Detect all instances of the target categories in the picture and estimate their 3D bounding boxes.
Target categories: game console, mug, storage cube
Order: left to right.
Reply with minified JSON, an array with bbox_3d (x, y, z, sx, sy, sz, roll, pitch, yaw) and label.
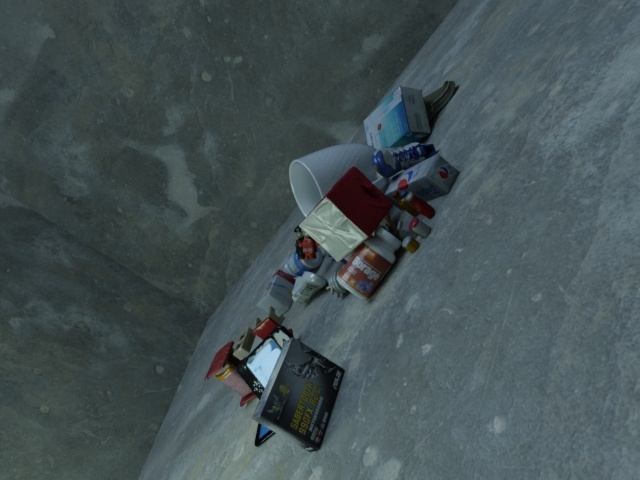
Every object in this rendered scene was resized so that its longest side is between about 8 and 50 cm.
[{"bbox_3d":[-0.169,0.472,1.503,0.293,0.250,0.173,-47,-12,28],"label":"game console"},{"bbox_3d":[0.081,-0.084,1.472,0.215,0.183,0.193,-42,6,49],"label":"storage cube"},{"bbox_3d":[0.106,-0.229,1.770,0.327,0.277,0.374,-25,25,-21],"label":"mug"}]

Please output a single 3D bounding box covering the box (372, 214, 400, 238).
[{"bbox_3d":[0.210,-0.038,1.539,0.136,0.028,0.081,55,129,39],"label":"box"}]

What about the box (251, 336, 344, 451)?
[{"bbox_3d":[-0.052,0.402,1.211,0.056,0.183,0.231,-40,19,47],"label":"box"}]

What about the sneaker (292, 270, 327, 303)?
[{"bbox_3d":[-0.052,0.207,1.912,0.290,0.105,0.123,139,153,-70],"label":"sneaker"}]

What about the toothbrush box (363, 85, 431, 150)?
[{"bbox_3d":[0.331,-0.502,2.029,0.295,0.126,0.217,-32,63,60],"label":"toothbrush box"}]

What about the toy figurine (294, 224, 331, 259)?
[{"bbox_3d":[0.000,0.000,1.923,0.213,0.209,0.148,168,97,-76],"label":"toy figurine"}]

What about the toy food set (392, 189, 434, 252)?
[{"bbox_3d":[0.275,-0.078,1.420,0.111,0.104,0.232,-43,17,40],"label":"toy food set"}]

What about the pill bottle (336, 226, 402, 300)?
[{"bbox_3d":[0.156,0.069,1.438,0.216,0.121,0.121,-55,13,3],"label":"pill bottle"}]

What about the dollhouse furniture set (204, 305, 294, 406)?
[{"bbox_3d":[-0.247,0.453,1.770,0.374,0.201,0.152,-41,18,26],"label":"dollhouse furniture set"}]

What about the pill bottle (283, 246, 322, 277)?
[{"bbox_3d":[-0.091,0.105,2.217,0.221,0.124,0.124,-36,22,55],"label":"pill bottle"}]

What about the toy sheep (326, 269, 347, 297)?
[{"bbox_3d":[0.071,0.149,1.626,0.132,0.091,0.091,-25,26,28],"label":"toy sheep"}]

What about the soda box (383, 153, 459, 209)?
[{"bbox_3d":[0.326,-0.188,1.537,0.091,0.098,0.286,-59,14,-18],"label":"soda box"}]

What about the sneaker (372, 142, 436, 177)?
[{"bbox_3d":[0.304,-0.309,1.653,0.296,0.112,0.130,-22,-1,-45],"label":"sneaker"}]

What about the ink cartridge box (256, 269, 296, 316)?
[{"bbox_3d":[-0.206,0.261,2.224,0.128,0.127,0.176,-43,18,39],"label":"ink cartridge box"}]

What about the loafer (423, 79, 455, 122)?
[{"bbox_3d":[0.488,-0.602,2.011,0.251,0.087,0.094,-52,14,14],"label":"loafer"}]

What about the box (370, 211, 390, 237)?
[{"bbox_3d":[0.166,-0.046,1.675,0.233,0.044,0.159,-37,59,51],"label":"box"}]

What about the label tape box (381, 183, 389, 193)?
[{"bbox_3d":[0.159,-0.190,2.104,0.334,0.105,0.241,-50,15,19],"label":"label tape box"}]

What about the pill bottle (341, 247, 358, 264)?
[{"bbox_3d":[0.100,0.037,1.607,0.094,0.169,0.094,-50,13,17],"label":"pill bottle"}]
